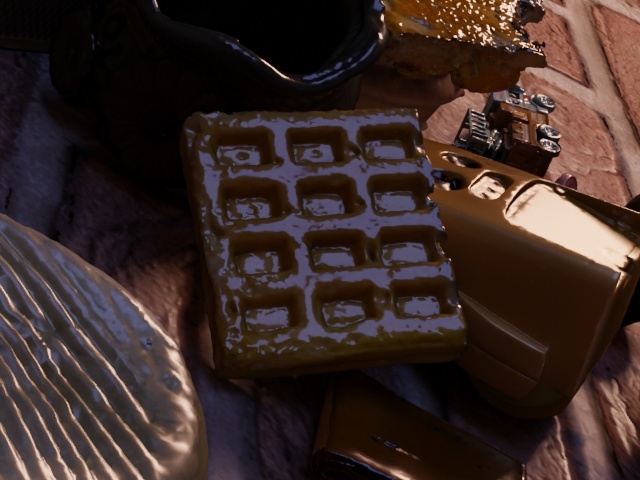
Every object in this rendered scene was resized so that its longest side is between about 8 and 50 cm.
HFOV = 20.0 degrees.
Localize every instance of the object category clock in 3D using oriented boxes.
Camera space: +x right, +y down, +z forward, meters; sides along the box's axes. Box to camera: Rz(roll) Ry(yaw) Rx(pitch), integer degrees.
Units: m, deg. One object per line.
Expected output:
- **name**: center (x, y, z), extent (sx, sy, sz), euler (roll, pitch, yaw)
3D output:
- **clock**: center (0.142, 0.017, 1.755), extent (0.317, 0.200, 0.244), euler (29, 22, 13)

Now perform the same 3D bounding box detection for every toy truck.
- **toy truck**: center (0.226, -0.127, 2.210), extent (0.115, 0.080, 0.177), euler (19, 29, -6)

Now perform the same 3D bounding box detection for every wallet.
- **wallet**: center (0.084, 0.193, 1.533), extent (0.195, 0.042, 0.161), euler (27, 22, -5)

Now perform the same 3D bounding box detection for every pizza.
- **pizza**: center (0.134, -0.238, 1.966), extent (0.223, 0.089, 0.323), euler (21, 30, -7)

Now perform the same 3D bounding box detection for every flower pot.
- **flower pot**: center (-0.099, -0.188, 1.741), extent (0.302, 0.213, 0.301), euler (13, 48, -15)

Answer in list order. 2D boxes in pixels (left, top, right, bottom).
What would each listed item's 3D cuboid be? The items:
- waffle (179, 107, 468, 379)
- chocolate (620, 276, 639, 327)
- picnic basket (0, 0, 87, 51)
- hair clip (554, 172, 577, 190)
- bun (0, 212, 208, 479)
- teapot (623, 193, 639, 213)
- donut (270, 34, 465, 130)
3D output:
- **waffle**: center (0.000, 0.000, 1.583), extent (0.221, 0.055, 0.247), euler (-3, 63, -15)
- **chocolate**: center (0.321, 0.040, 2.003), extent (0.125, 0.080, 0.148), euler (46, 31, -8)
- **picnic basket**: center (-0.318, -0.294, 1.825), extent (0.267, 0.139, 0.165), euler (-1, 41, -48)
- **hair clip**: center (0.239, -0.002, 1.972), extent (0.102, 0.123, 0.138), euler (-1, 26, -3)
- **bun**: center (-0.250, 0.127, 1.058), extent (0.352, 0.227, 0.349), euler (-7, 46, -49)
- **teapot**: center (0.416, -0.028, 2.249), extent (0.076, 0.068, 0.121), euler (43, 28, 21)
- **donut**: center (-0.006, -0.246, 2.081), extent (0.383, 0.142, 0.382), euler (25, 27, -14)
